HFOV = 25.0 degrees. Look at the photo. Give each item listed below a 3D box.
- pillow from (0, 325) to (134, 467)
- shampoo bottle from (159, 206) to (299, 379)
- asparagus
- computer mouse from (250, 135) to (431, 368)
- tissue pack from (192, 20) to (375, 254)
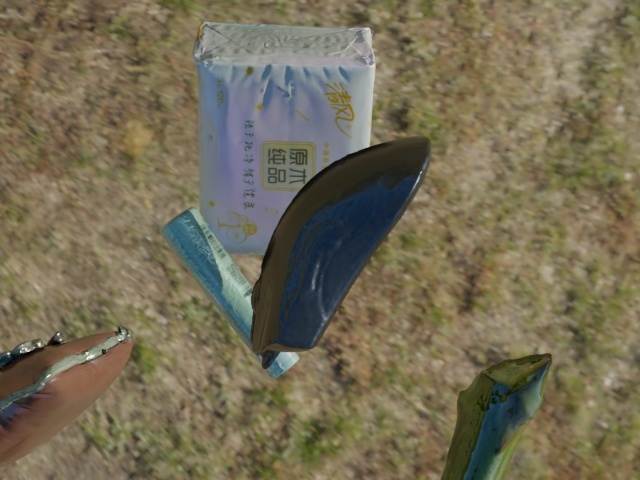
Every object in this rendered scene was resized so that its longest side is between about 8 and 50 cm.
[{"bbox_3d":[-0.258,0.140,1.234,0.179,0.171,0.075,-40,82,18],"label":"pillow"},{"bbox_3d":[-0.089,0.053,1.454,0.041,0.069,0.190,-36,92,11],"label":"shampoo bottle"},{"bbox_3d":[0.170,0.275,1.627,0.085,0.082,0.343,14,105,-29],"label":"asparagus"},{"bbox_3d":[0.000,0.000,1.337,0.088,0.147,0.264,30,94,-10],"label":"computer mouse"},{"bbox_3d":[-0.039,-0.105,1.525,0.185,0.124,0.225,1,120,-1],"label":"tissue pack"}]
